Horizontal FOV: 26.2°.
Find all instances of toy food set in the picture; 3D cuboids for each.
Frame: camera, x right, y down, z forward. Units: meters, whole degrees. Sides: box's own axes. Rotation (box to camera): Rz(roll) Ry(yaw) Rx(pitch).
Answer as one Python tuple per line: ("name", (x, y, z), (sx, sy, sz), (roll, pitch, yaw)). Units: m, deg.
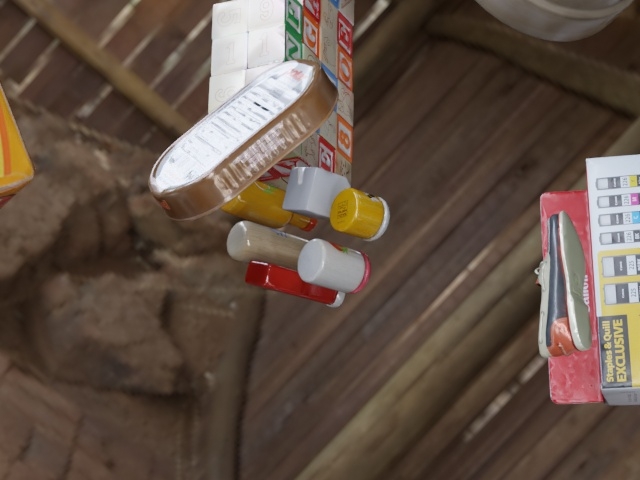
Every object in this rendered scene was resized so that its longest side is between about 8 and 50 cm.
("toy food set", (0.000, 0.000, 1.268), (0.104, 0.111, 0.232), (17, -8, -35))

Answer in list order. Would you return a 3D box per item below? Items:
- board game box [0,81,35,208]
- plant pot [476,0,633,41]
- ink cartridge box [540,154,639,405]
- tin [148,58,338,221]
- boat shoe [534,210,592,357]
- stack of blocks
("board game box", (-0.392, -0.096, 0.590), (0.356, 0.356, 0.356), (-25, -93, 61))
("plant pot", (0.349, -0.466, 1.782), (0.323, 0.323, 0.280), (43, -33, -5))
("ink cartridge box", (0.423, 0.052, 1.789), (0.130, 0.272, 0.309), (51, 36, -69))
("tin", (-0.069, -0.091, 1.209), (0.040, 0.189, 0.106), (56, -10, -34))
("boat shoe", (0.212, 0.038, 1.227), (0.049, 0.043, 0.137), (28, 53, -48))
("stack of blocks", (-0.038, -0.203, 1.469), (0.171, 0.087, 0.297), (38, 49, -57))
